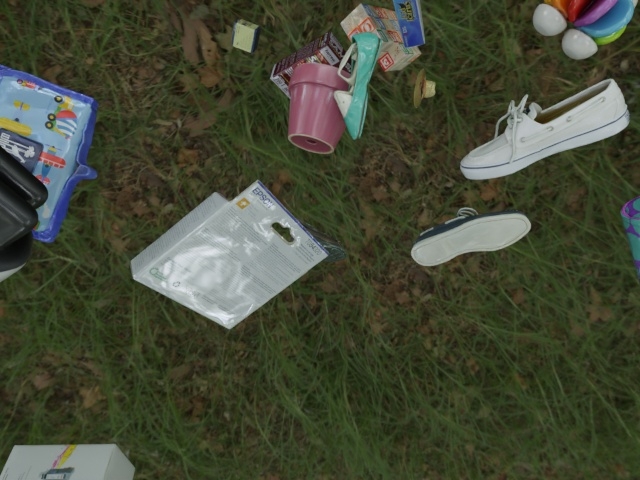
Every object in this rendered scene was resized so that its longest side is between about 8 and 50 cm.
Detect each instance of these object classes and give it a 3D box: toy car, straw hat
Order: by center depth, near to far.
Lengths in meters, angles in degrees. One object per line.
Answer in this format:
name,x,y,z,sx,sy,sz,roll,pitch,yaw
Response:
toy car,0.541,-0.473,0.872,0.182,0.136,0.159,40,106,0
straw hat,0.391,-0.555,1.598,0.061,0.144,0.144,3,113,-3

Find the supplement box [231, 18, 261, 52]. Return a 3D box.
supplement box,-0.266,-0.731,1.555,0.083,0.056,0.083,20,131,-3

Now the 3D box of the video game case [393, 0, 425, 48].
video game case,0.207,-0.677,1.095,0.061,0.269,0.244,-6,70,19

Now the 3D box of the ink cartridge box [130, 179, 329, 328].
ink cartridge box,-0.189,0.038,0.997,0.330,0.071,0.324,-38,139,4

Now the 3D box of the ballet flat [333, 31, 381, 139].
ballet flat,0.078,-0.373,1.052,0.087,0.083,0.247,8,105,-11

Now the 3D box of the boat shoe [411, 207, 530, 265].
boat shoe,0.315,-0.016,0.932,0.254,0.079,0.095,-27,116,39

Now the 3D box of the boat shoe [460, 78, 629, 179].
boat shoe,0.488,-0.269,1.012,0.367,0.136,0.156,-17,121,34

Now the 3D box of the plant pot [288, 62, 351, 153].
plant pot,-0.003,-0.341,1.168,0.201,0.201,0.180,16,85,-10

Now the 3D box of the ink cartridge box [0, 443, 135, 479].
ink cartridge box,-0.434,0.433,0.742,0.176,0.127,0.128,0,135,-1

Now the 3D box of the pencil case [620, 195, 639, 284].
pencil case,0.440,0.018,0.556,0.070,0.064,0.151,-16,108,28

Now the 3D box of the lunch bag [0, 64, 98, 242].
lunch bag,-0.473,-0.137,0.653,0.293,0.138,0.221,18,88,3

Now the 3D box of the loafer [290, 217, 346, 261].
loafer,0.000,0.000,1.340,0.096,0.084,0.267,-21,156,25

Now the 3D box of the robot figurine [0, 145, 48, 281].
robot figurine,-0.443,0.002,0.461,0.278,0.209,0.173,-32,89,2

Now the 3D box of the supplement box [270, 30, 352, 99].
supplement box,-0.030,-0.551,1.405,0.239,0.073,0.130,-15,142,37

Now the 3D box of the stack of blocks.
stack of blocks,0.201,-0.638,1.386,0.087,0.297,0.171,-30,93,36
